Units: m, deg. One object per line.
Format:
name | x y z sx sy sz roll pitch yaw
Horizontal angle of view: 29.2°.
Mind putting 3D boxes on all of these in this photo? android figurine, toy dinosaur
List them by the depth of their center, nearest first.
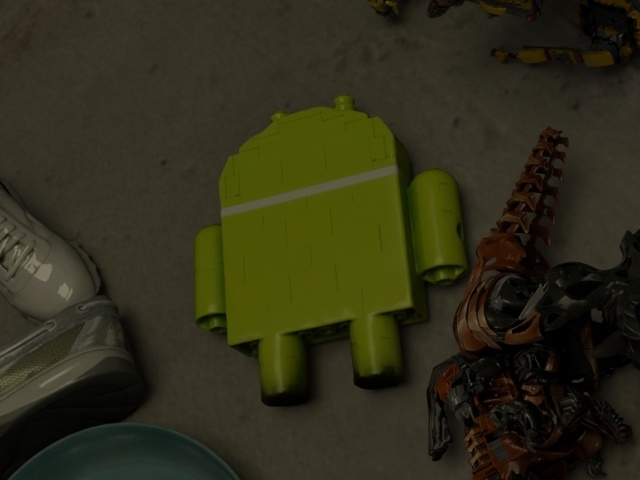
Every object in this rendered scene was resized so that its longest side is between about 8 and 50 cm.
toy dinosaur | 0.165 0.072 0.896 0.218 0.164 0.322 -12 85 38
android figurine | 0.000 0.000 1.048 0.248 0.056 0.273 -15 64 19

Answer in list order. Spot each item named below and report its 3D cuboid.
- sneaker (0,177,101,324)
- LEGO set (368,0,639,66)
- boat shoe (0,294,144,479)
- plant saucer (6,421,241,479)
sneaker | -0.303 0.001 1.167 0.235 0.095 0.090 36 85 30
LEGO set | 0.112 -0.231 0.979 0.331 0.255 0.192 29 66 24
boat shoe | -0.312 0.157 1.098 0.320 0.118 0.103 -27 54 8
plant saucer | -0.170 0.309 1.005 0.318 0.044 0.317 -9 65 21
